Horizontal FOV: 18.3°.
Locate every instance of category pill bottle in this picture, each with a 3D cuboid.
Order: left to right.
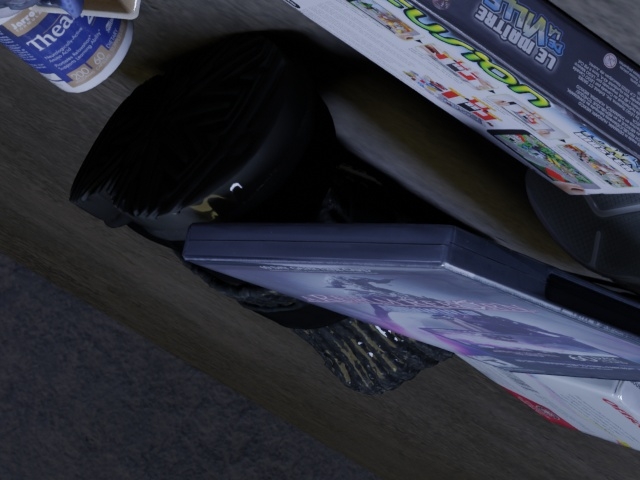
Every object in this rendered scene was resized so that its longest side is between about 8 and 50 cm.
[{"bbox_3d":[-0.175,-0.146,1.204,0.067,0.067,0.120,18,165,46],"label":"pill bottle"}]

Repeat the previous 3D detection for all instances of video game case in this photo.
[{"bbox_3d":[0.089,0.037,1.078,0.274,0.026,0.196,19,168,-41],"label":"video game case"}]

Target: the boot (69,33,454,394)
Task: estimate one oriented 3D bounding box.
[{"bbox_3d":[0.002,-0.004,1.248,0.260,0.131,0.348,35,173,-16],"label":"boot"}]

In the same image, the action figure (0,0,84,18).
[{"bbox_3d":[-0.210,-0.133,0.920,0.330,0.178,0.341,-7,157,12],"label":"action figure"}]

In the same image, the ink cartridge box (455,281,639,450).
[{"bbox_3d":[0.188,0.083,1.322,0.127,0.072,0.175,37,167,-34],"label":"ink cartridge box"}]

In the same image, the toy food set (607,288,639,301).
[{"bbox_3d":[0.204,0.048,1.153,0.122,0.019,0.078,12,-175,-45],"label":"toy food set"}]

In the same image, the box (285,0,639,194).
[{"bbox_3d":[0.072,-0.088,0.917,0.207,0.036,0.114,33,169,-19],"label":"box"}]

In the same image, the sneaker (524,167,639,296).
[{"bbox_3d":[0.161,0.001,1.066,0.152,0.054,0.061,33,172,-25],"label":"sneaker"}]

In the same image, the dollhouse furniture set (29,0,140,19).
[{"bbox_3d":[-0.151,-0.155,1.112,0.114,0.091,0.081,3,-153,-16],"label":"dollhouse furniture set"}]
